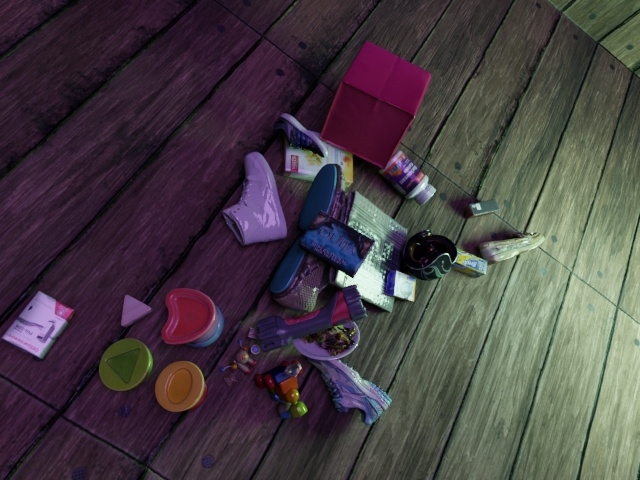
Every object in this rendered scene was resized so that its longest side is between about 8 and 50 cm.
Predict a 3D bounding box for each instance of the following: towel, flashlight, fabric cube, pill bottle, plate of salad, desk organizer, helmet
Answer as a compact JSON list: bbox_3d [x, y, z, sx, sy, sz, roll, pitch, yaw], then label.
[{"bbox_3d":[0.153,0.040,1.524,0.324,0.056,0.312,32,64,-42],"label":"towel"},{"bbox_3d":[-0.027,0.214,1.363,0.304,0.103,0.103,-17,97,1],"label":"flashlight"},{"bbox_3d":[0.183,-0.449,1.617,0.259,0.254,0.258,26,51,-2],"label":"fabric cube"},{"bbox_3d":[0.311,-0.217,1.712,0.193,0.108,0.108,43,62,-3],"label":"pill bottle"},{"bbox_3d":[0.015,0.265,1.404,0.200,0.048,0.199,0,33,0],"label":"plate of salad"},{"bbox_3d":[0.607,-0.117,1.829,0.130,0.050,0.047,-12,77,-25],"label":"desk organizer"},{"bbox_3d":[0.364,0.053,1.610,0.162,0.170,0.169,25,58,-52],"label":"helmet"}]

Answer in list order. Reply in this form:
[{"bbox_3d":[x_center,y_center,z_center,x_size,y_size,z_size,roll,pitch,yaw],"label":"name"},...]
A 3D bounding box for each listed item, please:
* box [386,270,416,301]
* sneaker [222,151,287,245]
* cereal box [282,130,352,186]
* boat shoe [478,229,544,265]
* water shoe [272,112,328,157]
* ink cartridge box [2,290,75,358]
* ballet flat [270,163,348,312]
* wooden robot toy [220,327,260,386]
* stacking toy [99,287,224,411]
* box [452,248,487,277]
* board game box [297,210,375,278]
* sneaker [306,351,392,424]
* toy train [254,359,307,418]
[{"bbox_3d":[0.262,0.148,1.574,0.136,0.028,0.081,21,71,-46],"label":"box"},{"bbox_3d":[-0.222,-0.129,1.470,0.169,0.108,0.292,-13,79,-28],"label":"sneaker"},{"bbox_3d":[-0.008,-0.283,1.642,0.240,0.047,0.172,8,68,-19],"label":"cereal box"},{"bbox_3d":[0.713,0.011,1.797,0.285,0.104,0.089,-18,82,-25],"label":"boat shoe"},{"bbox_3d":[-0.067,-0.324,1.579,0.203,0.073,0.080,41,84,3],"label":"water shoe"},{"bbox_3d":[-0.691,0.210,1.193,0.099,0.056,0.135,32,63,-10],"label":"ink cartridge box"},{"bbox_3d":[0.000,0.000,1.507,0.182,0.164,0.482,34,66,-33],"label":"ballet flat"},{"bbox_3d":[-0.207,0.322,1.336,0.076,0.079,0.173,34,64,-8],"label":"wooden robot toy"},{"bbox_3d":[-0.404,0.289,1.283,0.280,0.130,0.308,5,65,8],"label":"stacking toy"},{"bbox_3d":[0.503,0.076,1.715,0.169,0.059,0.054,22,63,-13],"label":"box"},{"bbox_3d":[0.046,0.009,1.383,0.186,0.026,0.126,30,74,12],"label":"board game box"},{"bbox_3d":[0.067,0.426,1.397,0.283,0.110,0.122,36,76,-1],"label":"sneaker"},{"bbox_3d":[-0.077,0.399,1.269,0.105,0.248,0.143,-22,86,-27],"label":"toy train"}]
